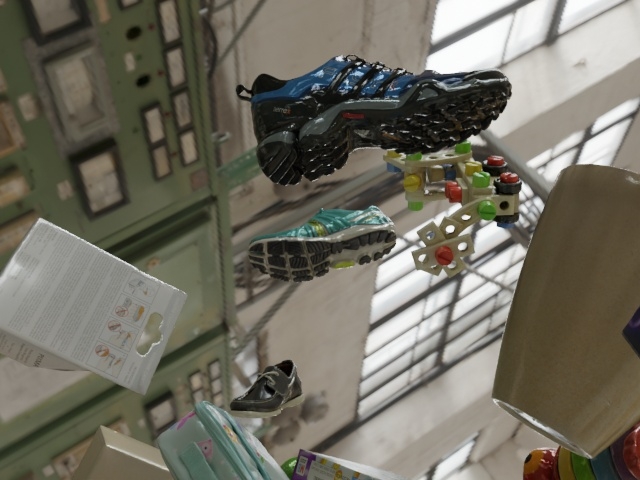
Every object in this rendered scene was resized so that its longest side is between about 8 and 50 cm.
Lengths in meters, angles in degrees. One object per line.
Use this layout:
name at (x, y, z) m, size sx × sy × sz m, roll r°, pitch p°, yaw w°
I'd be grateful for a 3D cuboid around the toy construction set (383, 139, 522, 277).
toy construction set at (0.231, -0.078, 1.501) m, size 0.327 × 0.215 × 0.151 m, roll -93°, pitch -178°, yaw -53°

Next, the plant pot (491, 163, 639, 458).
plant pot at (0.319, 0.098, 0.972) m, size 0.256 × 0.274 × 0.256 m, roll 31°, pitch -8°, yaw 5°

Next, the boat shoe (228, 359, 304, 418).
boat shoe at (-0.094, 0.252, 1.436) m, size 0.233 × 0.084 × 0.079 m, roll -4°, pitch 93°, yaw -71°

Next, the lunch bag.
lunch bag at (-0.089, 0.349, 1.114) m, size 0.279 × 0.108 × 0.224 m, roll 46°, pitch -9°, yaw 33°

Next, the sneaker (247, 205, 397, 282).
sneaker at (0.000, 0.000, 1.553) m, size 0.110 × 0.275 × 0.107 m, roll -112°, pitch -163°, yaw -45°

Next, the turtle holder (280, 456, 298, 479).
turtle holder at (-0.077, 0.516, 1.397) m, size 0.243 × 0.320 × 0.227 m, roll -85°, pitch -172°, yaw -52°

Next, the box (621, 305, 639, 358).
box at (0.264, 0.019, 0.404) m, size 0.153 × 0.108 × 0.207 m, roll -96°, pitch -149°, yaw -68°

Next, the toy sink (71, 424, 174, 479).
toy sink at (-0.335, 0.441, 1.360) m, size 0.153 × 0.234 × 0.131 m, roll 28°, pitch -6°, yaw -19°

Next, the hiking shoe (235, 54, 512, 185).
hiking shoe at (0.065, -0.165, 0.960) m, size 0.113 × 0.304 × 0.132 m, roll 96°, pitch -21°, yaw -64°

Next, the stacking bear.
stacking bear at (0.401, 0.328, 1.215) m, size 0.164 × 0.175 × 0.289 m, roll 39°, pitch -42°, yaw -9°

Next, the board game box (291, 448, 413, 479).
board game box at (0.029, 0.386, 0.916) m, size 0.144 × 0.275 × 0.142 m, roll 23°, pitch -13°, yaw -32°

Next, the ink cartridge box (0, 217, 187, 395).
ink cartridge box at (-0.318, 0.096, 1.135) m, size 0.232 × 0.189 × 0.066 m, roll 32°, pitch -47°, yaw -14°
